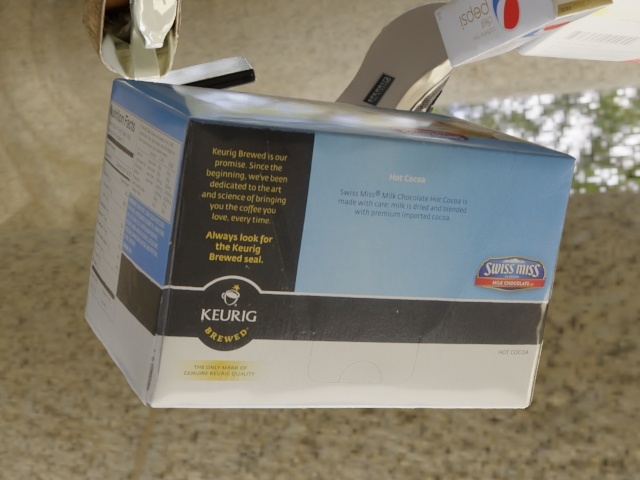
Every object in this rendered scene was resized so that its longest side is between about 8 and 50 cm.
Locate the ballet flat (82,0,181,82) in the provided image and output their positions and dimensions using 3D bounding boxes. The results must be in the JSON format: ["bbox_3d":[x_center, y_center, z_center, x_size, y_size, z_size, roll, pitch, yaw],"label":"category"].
[{"bbox_3d":[-0.196,-0.253,1.395,0.116,0.342,0.124,-7,-114,-18],"label":"ballet flat"}]

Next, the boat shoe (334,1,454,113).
[{"bbox_3d":[0.111,-0.201,1.889,0.340,0.127,0.158,-49,-26,-24],"label":"boat shoe"}]

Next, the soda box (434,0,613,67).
[{"bbox_3d":[0.205,-0.242,1.312,0.074,0.216,0.069,-18,-89,-23],"label":"soda box"}]

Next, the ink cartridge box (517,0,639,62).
[{"bbox_3d":[0.416,-0.316,1.414,0.279,0.384,0.160,3,-95,-12],"label":"ink cartridge box"}]

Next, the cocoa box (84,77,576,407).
[{"bbox_3d":[0.000,0.000,1.081,0.347,0.231,0.228,3,-77,-25],"label":"cocoa box"}]

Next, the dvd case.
[{"bbox_3d":[-0.184,-0.218,1.743,0.180,0.253,0.022,-13,-77,-3],"label":"dvd case"}]
